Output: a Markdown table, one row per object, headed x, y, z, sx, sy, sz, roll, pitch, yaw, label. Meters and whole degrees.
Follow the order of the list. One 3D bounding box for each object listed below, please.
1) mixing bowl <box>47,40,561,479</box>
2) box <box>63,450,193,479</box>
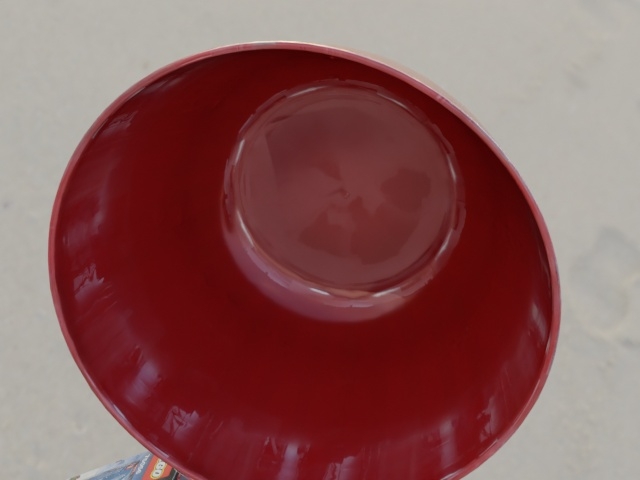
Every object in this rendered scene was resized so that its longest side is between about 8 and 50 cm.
| x | y | z | sx | sy | sz | roll | pitch | yaw | label |
| --- | --- | --- | --- | --- | --- | --- | --- | --- | --- |
| 0.000 | 0.000 | 0.576 | 0.181 | 0.181 | 0.098 | 31 | 26 | -3 | mixing bowl |
| -0.096 | 0.146 | 0.615 | 0.027 | 0.094 | 0.137 | 46 | 43 | -23 | box |
